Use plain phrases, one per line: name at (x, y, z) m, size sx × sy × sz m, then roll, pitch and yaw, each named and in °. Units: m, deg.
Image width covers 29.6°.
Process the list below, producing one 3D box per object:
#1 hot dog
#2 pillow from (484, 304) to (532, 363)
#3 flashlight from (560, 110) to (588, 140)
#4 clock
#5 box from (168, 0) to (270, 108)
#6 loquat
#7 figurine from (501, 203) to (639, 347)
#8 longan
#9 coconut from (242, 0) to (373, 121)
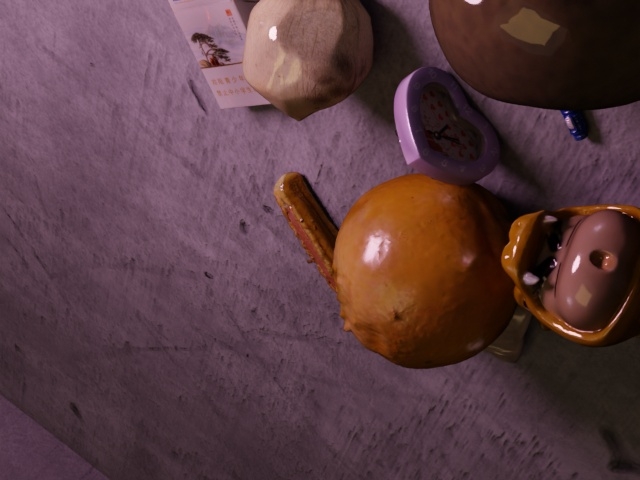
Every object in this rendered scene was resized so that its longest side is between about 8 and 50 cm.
hot dog at (0.003, -0.002, 2.263) m, size 0.061 × 0.088 × 0.286 m, roll -18°, pitch 106°, yaw 47°
pillow at (0.256, 0.130, 2.163) m, size 0.270 × 0.067 × 0.173 m, roll 23°, pitch 140°, yaw 26°
flashlight at (0.364, -0.201, 1.795) m, size 0.057 × 0.035 × 0.121 m, roll -6°, pitch 120°, yaw 43°
clock at (0.180, -0.162, 1.883) m, size 0.198 × 0.172 × 0.064 m, roll 49°, pitch 142°, yaw -7°
box at (-0.155, -0.346, 2.098) m, size 0.149 × 0.067 × 0.233 m, roll -2°, pitch 123°, yaw 40°
loquat at (0.174, 0.047, 1.959) m, size 0.328 × 0.328 × 0.328 m, roll 24°, pitch 137°, yaw 24°
figurine at (0.485, 0.084, 1.768) m, size 0.387 × 0.268 × 0.401 m, roll 12°, pitch 136°, yaw 31°
longan at (0.306, -0.297, 1.574) m, size 0.350 × 0.288 × 0.288 m, roll 19°, pitch 136°, yaw 16°
coconut at (-0.019, -0.295, 1.921) m, size 0.224 × 0.224 × 0.224 m, roll 24°, pitch 137°, yaw 24°
